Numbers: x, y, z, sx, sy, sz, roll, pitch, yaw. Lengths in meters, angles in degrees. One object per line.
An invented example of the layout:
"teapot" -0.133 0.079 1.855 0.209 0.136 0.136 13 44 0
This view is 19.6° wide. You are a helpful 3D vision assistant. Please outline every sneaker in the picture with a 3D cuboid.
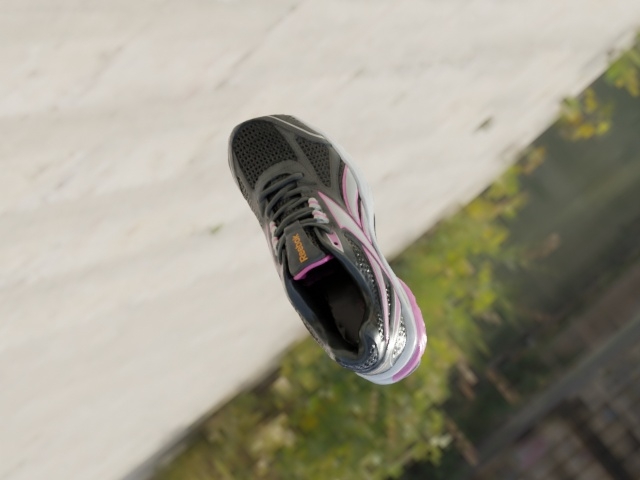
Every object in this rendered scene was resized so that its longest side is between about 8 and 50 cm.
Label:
"sneaker" 0.000 0.000 1.074 0.072 0.178 0.077 -38 165 15
